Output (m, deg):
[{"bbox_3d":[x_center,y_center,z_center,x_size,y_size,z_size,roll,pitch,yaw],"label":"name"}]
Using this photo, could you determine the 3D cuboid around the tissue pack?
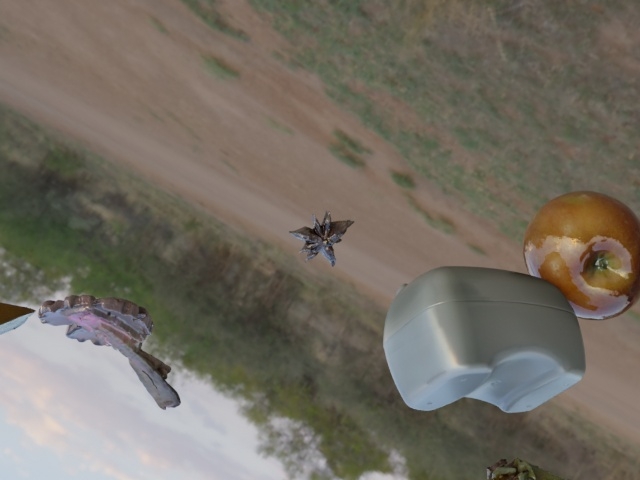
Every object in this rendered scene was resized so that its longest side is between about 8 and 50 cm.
[{"bbox_3d":[0.284,0.163,1.506,0.333,0.236,0.229,7,146,-28],"label":"tissue pack"}]

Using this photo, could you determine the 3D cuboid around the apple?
[{"bbox_3d":[0.506,0.030,1.614,0.253,0.253,0.253,32,174,4],"label":"apple"}]

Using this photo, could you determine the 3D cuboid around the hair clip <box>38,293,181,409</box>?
[{"bbox_3d":[-0.321,0.170,1.390,0.173,0.069,0.300,-13,134,23],"label":"hair clip"}]

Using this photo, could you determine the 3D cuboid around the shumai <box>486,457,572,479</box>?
[{"bbox_3d":[0.389,0.515,1.583,0.218,0.256,0.189,51,173,5],"label":"shumai"}]

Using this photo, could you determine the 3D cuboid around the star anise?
[{"bbox_3d":[-0.008,-0.006,1.744,0.129,0.124,0.056,14,-159,-27],"label":"star anise"}]

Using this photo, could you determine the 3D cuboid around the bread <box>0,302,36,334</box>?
[{"bbox_3d":[-0.425,0.118,1.033,0.139,0.084,0.074,16,148,-34],"label":"bread"}]
